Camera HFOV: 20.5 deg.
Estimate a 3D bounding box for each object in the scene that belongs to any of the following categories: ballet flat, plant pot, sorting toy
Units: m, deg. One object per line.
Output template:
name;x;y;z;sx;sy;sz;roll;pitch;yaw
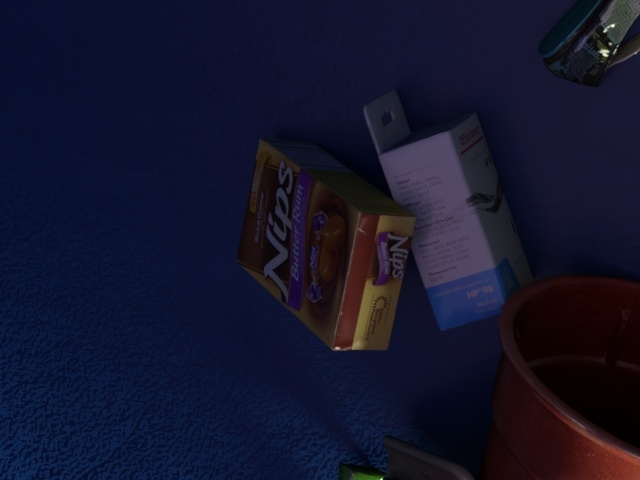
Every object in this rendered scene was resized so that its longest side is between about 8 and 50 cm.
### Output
ballet flat;0.240;-0.190;1.305;0.070;0.070;0.188;42;113;4
plant pot;0.221;0.208;1.303;0.272;0.272;0.265;22;116;11
sorting toy;0.055;0.252;1.330;0.047;0.347;0.196;9;88;-16

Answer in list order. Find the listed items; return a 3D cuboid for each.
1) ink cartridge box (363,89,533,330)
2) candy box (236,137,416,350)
ink cartridge box;0.099;-0.033;1.354;0.060;0.104;0.180;-17;97;20
candy box;0.000;0.000;1.359;0.053;0.186;0.109;3;108;-26
